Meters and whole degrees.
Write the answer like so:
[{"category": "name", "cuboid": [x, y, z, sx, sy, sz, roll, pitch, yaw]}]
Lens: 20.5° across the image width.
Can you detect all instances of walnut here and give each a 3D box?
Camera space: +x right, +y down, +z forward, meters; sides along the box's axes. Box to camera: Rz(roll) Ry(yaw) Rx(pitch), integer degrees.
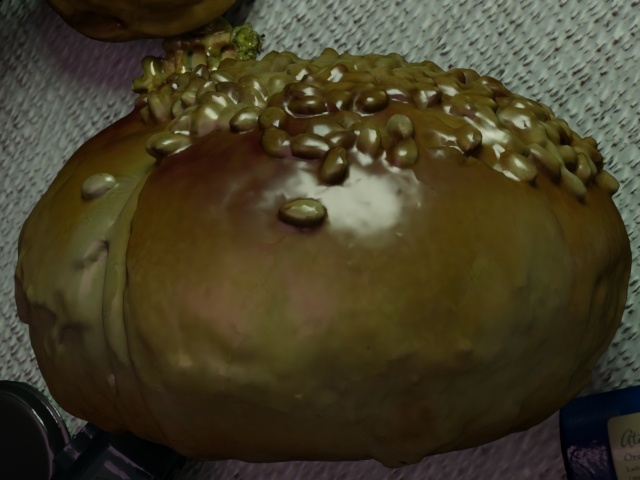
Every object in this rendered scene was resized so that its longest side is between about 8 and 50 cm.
[{"category": "walnut", "cuboid": [-0.148, -0.245, 1.386, 0.211, 0.087, 0.167, 5, 74, 32]}]

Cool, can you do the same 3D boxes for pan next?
[{"category": "pan", "cuboid": [-0.290, 0.142, 1.502, 0.136, 0.028, 0.235, -33, 74, 23]}]

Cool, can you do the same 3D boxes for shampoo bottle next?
[{"category": "shampoo bottle", "cuboid": [0.255, 0.135, 1.199, 0.183, 0.050, 0.087, -14, 79, 27]}]

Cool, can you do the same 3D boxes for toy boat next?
[{"category": "toy boat", "cuboid": [-0.202, 0.260, 1.407, 0.122, 0.114, 0.296, 40, 108, 2]}]

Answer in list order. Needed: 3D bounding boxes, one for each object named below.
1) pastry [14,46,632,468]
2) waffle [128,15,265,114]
[{"category": "pastry", "cuboid": [0.000, 0.000, 1.165, 0.409, 0.409, 0.245, 5, 101, 28]}, {"category": "waffle", "cuboid": [-0.092, -0.079, 1.393, 0.160, 0.046, 0.192, 38, 104, 26]}]
